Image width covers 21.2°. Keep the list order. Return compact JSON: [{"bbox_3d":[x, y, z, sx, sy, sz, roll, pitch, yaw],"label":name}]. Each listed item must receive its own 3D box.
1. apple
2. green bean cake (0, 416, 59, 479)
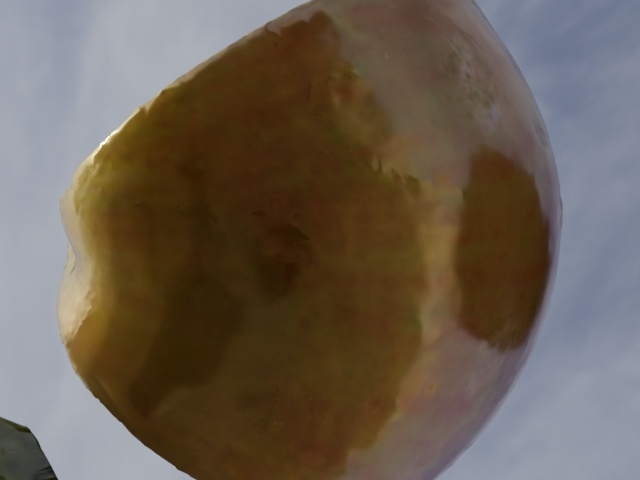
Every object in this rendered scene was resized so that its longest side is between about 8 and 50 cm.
[{"bbox_3d":[0.000,0.000,0.969,0.252,0.309,0.314,8,-81,17],"label":"apple"},{"bbox_3d":[-0.134,0.191,0.586,0.124,0.236,0.233,-9,-61,-23],"label":"green bean cake"}]
